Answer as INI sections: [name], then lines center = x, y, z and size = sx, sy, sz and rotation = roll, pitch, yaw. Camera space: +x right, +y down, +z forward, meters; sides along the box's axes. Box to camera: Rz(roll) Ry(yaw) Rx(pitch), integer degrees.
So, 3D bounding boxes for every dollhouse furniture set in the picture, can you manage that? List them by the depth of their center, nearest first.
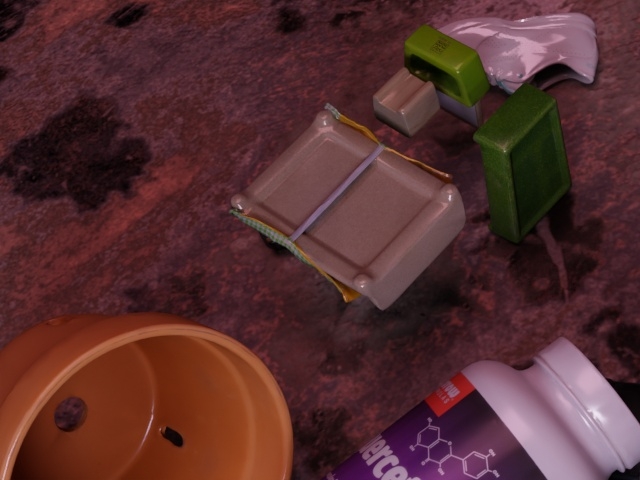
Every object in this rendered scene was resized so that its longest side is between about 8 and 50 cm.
[dollhouse furniture set]
center = 0.085, -0.047, 1.641
size = 0.197, 0.151, 0.301
rotation = 33, 68, 31

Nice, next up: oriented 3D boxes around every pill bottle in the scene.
[pill bottle]
center = 0.115, 0.227, 1.356
size = 0.323, 0.181, 0.181
rotation = -38, 47, -2

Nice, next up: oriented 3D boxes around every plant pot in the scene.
[plant pot]
center = -0.200, 0.190, 1.493
size = 0.291, 0.291, 0.203
rotation = -42, 32, -17

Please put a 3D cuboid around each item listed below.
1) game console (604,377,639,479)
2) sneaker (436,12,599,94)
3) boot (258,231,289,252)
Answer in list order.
[game console]
center = 0.321, 0.168, 1.450
size = 0.361, 0.044, 0.213
rotation = 4, 51, 24
[sneaker]
center = 0.207, -0.198, 1.802
size = 0.212, 0.080, 0.094
rotation = -8, 60, 14
[boot]
center = 0.000, 0.000, 1.719
size = 0.137, 0.077, 0.198
rotation = -28, 42, 13
